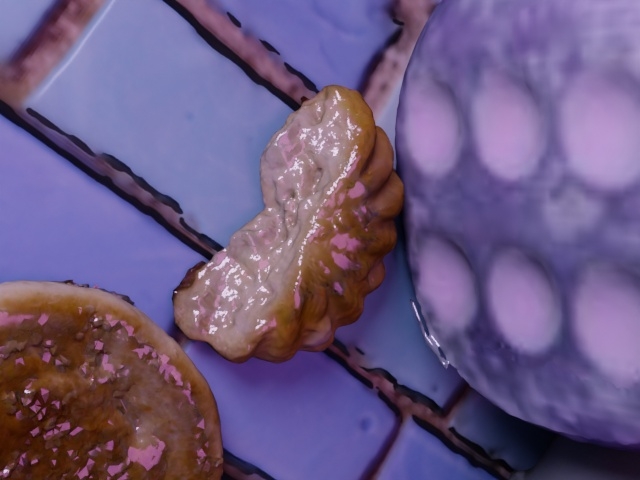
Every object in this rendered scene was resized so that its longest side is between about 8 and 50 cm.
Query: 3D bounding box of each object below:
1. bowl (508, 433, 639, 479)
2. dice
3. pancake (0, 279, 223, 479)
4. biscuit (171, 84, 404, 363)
[{"bbox_3d":[0.200,0.231,0.684,0.289,0.146,0.289,1,90,-76],"label":"bowl"},{"bbox_3d":[0.223,-0.040,0.614,0.271,0.270,0.270,-13,102,-29],"label":"dice"},{"bbox_3d":[-0.175,0.154,0.536,0.282,0.049,0.283,-3,95,-33],"label":"pancake"},{"bbox_3d":[0.000,0.000,0.612,0.118,0.061,0.183,33,79,-31],"label":"biscuit"}]
